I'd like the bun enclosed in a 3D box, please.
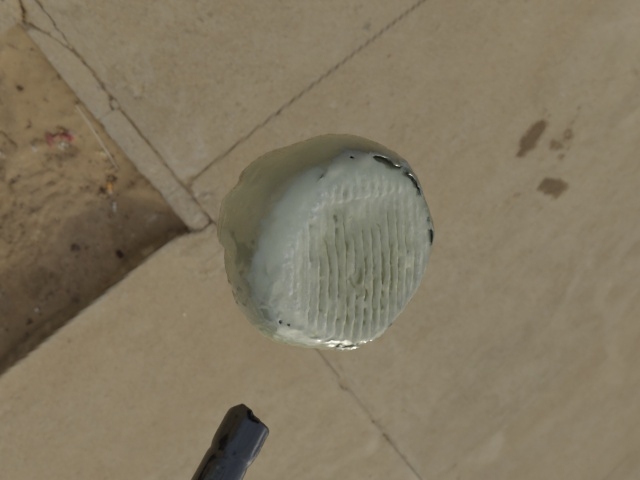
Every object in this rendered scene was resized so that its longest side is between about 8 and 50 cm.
[{"bbox_3d":[0.000,0.000,1.393,0.359,0.211,0.360,-5,98,-38],"label":"bun"}]

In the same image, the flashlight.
[{"bbox_3d":[-0.214,0.481,1.520,0.424,0.103,0.103,-61,141,-17],"label":"flashlight"}]
